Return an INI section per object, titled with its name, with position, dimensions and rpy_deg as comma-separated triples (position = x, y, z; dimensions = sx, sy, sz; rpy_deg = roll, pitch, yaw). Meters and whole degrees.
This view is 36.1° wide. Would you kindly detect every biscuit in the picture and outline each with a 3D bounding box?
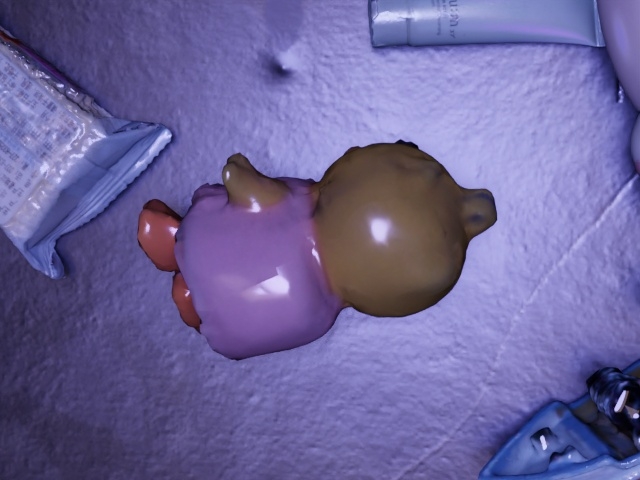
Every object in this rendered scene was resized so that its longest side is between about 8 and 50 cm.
[biscuit]
position = -0.302, -0.127, 0.871
dimensions = 0.309, 0.079, 0.186
rpy_deg = 39, 93, 4

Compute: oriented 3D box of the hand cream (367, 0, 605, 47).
[hand cream]
position = 0.143, -0.196, 0.838
dimensions = 0.205, 0.050, 0.078
rpy_deg = -5, 92, 2

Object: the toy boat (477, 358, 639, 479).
[toy boat]
position = 0.272, 0.110, 0.780
dimensions = 0.332, 0.145, 0.133
rpy_deg = -37, 99, 2

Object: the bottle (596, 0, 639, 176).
[bottle]
position = 0.300, -0.133, 0.774
dimensions = 0.148, 0.147, 0.236
rpy_deg = -6, 94, 6

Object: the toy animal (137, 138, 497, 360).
[toy animal]
position = 0.003, 0.002, 0.802
dimensions = 0.281, 0.169, 0.195
rpy_deg = -19, 132, 1
